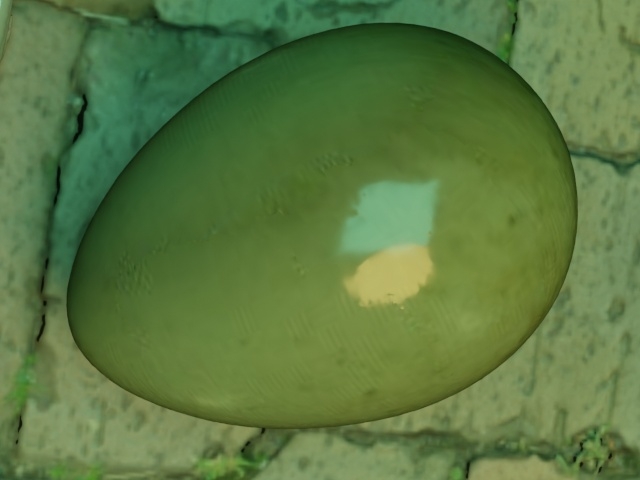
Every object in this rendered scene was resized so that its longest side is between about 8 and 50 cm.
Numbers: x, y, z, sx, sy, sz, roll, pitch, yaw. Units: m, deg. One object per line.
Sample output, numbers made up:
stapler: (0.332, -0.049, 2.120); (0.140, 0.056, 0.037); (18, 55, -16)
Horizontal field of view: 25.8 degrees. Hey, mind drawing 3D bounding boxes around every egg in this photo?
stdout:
egg: (0.000, 0.000, 0.785); (0.296, 0.218, 0.218); (-23, 96, -6)

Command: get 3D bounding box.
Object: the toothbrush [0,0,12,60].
toothbrush: (-0.215, -0.045, 0.821); (0.040, 0.040, 0.386); (10, 89, -15)
